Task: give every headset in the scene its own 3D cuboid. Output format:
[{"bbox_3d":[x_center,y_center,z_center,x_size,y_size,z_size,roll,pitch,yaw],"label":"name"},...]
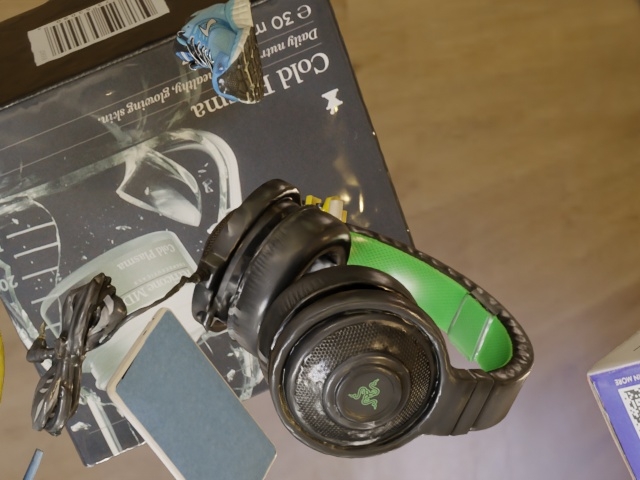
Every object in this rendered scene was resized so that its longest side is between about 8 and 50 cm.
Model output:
[{"bbox_3d":[-0.022,0.076,1.243,0.394,0.243,0.185,8,116,-40],"label":"headset"}]

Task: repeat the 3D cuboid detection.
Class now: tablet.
[{"bbox_3d":[-0.050,0.073,0.663,0.083,0.006,0.054,55,38,-21],"label":"tablet"}]

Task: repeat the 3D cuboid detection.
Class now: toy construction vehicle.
[{"bbox_3d":[0.000,0.000,1.545,0.035,0.098,0.086,11,75,-29],"label":"toy construction vehicle"}]

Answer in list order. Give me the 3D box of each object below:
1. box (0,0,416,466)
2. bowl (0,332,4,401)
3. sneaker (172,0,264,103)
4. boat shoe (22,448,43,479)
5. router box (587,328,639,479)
[{"bbox_3d":[-0.174,-0.064,2.010,0.297,0.479,0.472,-120,-172,-60],"label":"box"},{"bbox_3d":[-0.372,0.146,1.382,0.289,0.156,0.289,-25,134,-29],"label":"bowl"},{"bbox_3d":[-0.088,-0.157,1.416,0.162,0.073,0.063,-100,-179,-64],"label":"sneaker"},{"bbox_3d":[-0.141,0.115,0.553,0.109,0.258,0.089,-23,80,-22],"label":"boat shoe"},{"bbox_3d":[0.323,-0.002,0.655,0.301,0.335,0.082,-28,95,-46],"label":"router box"}]
